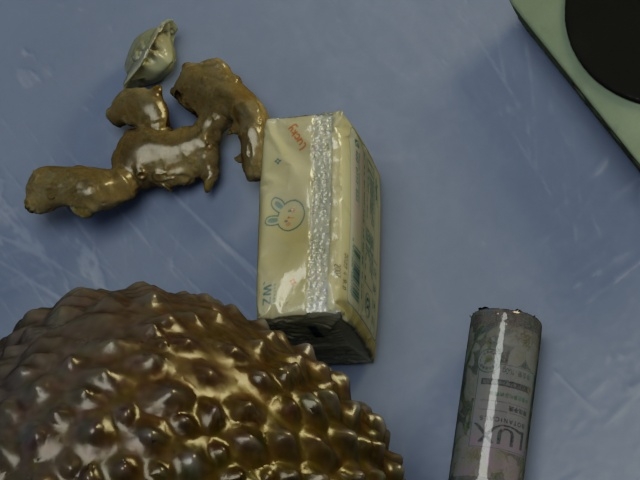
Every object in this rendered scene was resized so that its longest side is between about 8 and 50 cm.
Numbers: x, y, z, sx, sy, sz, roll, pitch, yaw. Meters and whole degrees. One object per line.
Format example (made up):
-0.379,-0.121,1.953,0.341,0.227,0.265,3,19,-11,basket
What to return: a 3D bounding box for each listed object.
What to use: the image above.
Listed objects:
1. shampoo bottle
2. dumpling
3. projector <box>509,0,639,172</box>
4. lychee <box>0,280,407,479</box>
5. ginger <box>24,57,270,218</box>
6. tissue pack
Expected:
0.149,0.167,1.596,0.072,0.072,0.214,3,70,18,shampoo bottle
-0.174,-0.187,1.844,0.076,0.057,0.052,-26,64,6,dumpling
0.342,-0.207,1.675,0.259,0.079,0.257,-35,58,4,projector
-0.140,0.219,1.506,0.432,0.380,0.380,7,71,2,lychee
-0.172,-0.096,1.807,0.258,0.065,0.149,-16,58,10,ginger
0.000,0.000,1.666,0.092,0.148,0.196,-3,67,15,tissue pack
